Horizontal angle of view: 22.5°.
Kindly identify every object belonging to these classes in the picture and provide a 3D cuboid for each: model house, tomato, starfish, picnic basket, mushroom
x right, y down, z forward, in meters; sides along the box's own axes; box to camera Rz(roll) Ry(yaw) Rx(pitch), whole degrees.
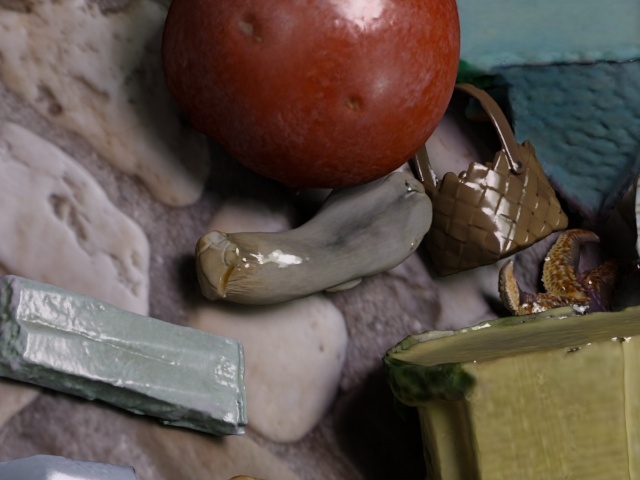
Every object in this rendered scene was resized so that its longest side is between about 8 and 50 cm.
[{"bbox_3d":[0.254,-0.183,1.720,0.230,0.248,0.280,0,48,10],"label":"model house"},{"bbox_3d":[-0.001,-0.182,1.423,0.265,0.265,0.264,21,52,-30],"label":"tomato"},{"bbox_3d":[0.229,0.197,1.411,0.321,0.261,0.266,-10,90,-3],"label":"model house"},{"bbox_3d":[0.258,0.073,1.632,0.216,0.071,0.238,32,37,-14],"label":"starfish"},{"bbox_3d":[0.146,-0.065,1.569,0.138,0.128,0.178,-20,90,-43],"label":"picnic basket"},{"bbox_3d":[0.002,0.002,1.433,0.278,0.099,0.096,-23,75,-43],"label":"mushroom"}]

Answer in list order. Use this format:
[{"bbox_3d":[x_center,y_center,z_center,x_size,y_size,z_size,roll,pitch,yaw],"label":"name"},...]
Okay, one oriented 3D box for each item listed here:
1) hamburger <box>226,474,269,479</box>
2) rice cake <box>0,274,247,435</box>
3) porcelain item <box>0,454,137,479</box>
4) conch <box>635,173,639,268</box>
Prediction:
[{"bbox_3d":[-0.001,0.299,1.152,0.260,0.144,0.283,27,22,-12],"label":"hamburger"},{"bbox_3d":[-0.157,0.093,1.274,0.226,0.040,0.085,20,53,-31],"label":"rice cake"},{"bbox_3d":[-0.164,0.346,0.964,0.179,0.242,0.405,2,59,-14],"label":"porcelain item"},{"bbox_3d":[0.412,-0.033,1.705,0.203,0.170,0.386,60,17,-13],"label":"conch"}]
